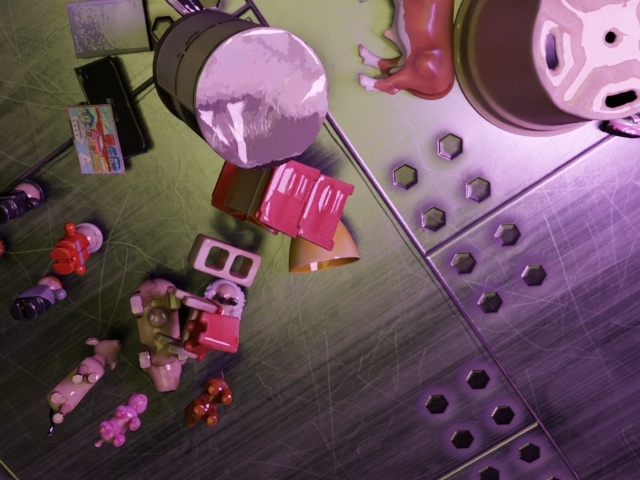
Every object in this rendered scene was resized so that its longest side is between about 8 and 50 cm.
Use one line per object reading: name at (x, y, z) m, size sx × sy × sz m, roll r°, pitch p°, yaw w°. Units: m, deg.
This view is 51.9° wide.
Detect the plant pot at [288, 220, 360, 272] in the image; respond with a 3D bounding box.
plant pot at (0.000, 0.000, 1.214) m, size 0.134 × 0.134 × 0.095 m, roll -11°, pitch 81°, yaw 4°

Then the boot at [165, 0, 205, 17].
boot at (-0.220, -0.497, 1.095) m, size 0.178 × 0.085 × 0.236 m, roll -37°, pitch 103°, yaw 7°

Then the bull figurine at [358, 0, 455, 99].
bull figurine at (0.154, -0.393, 1.108) m, size 0.188 × 0.101 × 0.311 m, roll -2°, pitch 103°, yaw 6°

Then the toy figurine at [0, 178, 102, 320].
toy figurine at (-0.539, 0.017, 1.217) m, size 0.213 × 0.148 × 0.210 m, roll 36°, pitch 109°, yaw -11°

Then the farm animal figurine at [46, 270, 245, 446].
farm animal figurine at (-0.329, 0.217, 1.251) m, size 0.330 × 0.172 × 0.327 m, roll 10°, pitch 87°, yaw -16°

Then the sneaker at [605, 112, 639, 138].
sneaker at (0.604, -0.212, 1.166) m, size 0.178 × 0.072 × 0.077 m, roll 12°, pitch 95°, yaw -8°

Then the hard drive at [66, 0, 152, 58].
hard drive at (-0.372, -0.376, 1.161) m, size 0.135 × 0.022 × 0.094 m, roll -5°, pitch 106°, yaw 3°

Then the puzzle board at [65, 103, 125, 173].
puzzle board at (-0.412, -0.183, 1.203) m, size 0.096 × 0.011 × 0.128 m, roll 1°, pitch 111°, yaw 17°

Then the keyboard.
keyboard at (-0.389, -0.234, 1.199) m, size 0.108 × 0.023 × 0.180 m, roll -14°, pitch 104°, yaw 15°

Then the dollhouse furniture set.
dollhouse furniture set at (-0.117, 0.044, 1.114) m, size 0.152 × 0.201 × 0.374 m, roll 22°, pitch 89°, yaw -33°

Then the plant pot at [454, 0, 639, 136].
plant pot at (0.397, -0.310, 1.019) m, size 0.333 × 0.305 × 0.334 m, roll 0°, pitch 106°, yaw 1°

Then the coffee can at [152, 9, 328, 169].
coffee can at (-0.135, -0.245, 1.031) m, size 0.201 × 0.275 × 0.202 m, roll -11°, pitch 116°, yaw -22°
